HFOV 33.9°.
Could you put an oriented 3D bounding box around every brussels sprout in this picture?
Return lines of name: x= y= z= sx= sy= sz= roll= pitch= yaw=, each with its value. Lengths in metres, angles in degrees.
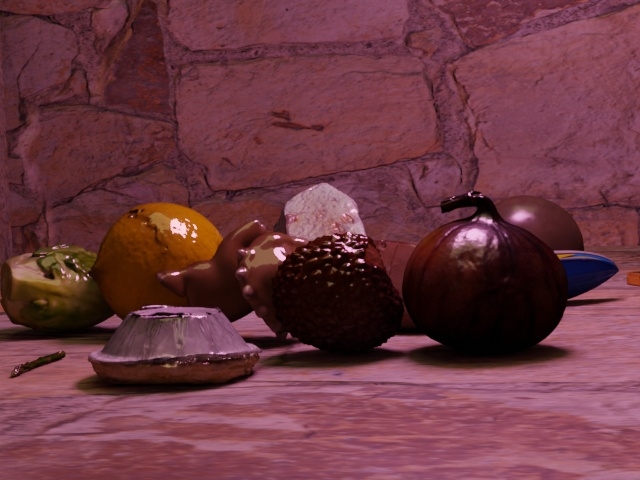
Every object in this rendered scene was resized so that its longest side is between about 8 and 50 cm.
brussels sprout: x=-0.470 y=0.095 z=1.908 sx=0.223 sy=0.161 sz=0.223 roll=6 pitch=24 yaw=-3

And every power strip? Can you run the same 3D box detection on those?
power strip: x=0.726 y=0.086 z=2.280 sx=0.049 sy=0.028 sz=0.178 roll=-2 pitch=3 yaw=-14

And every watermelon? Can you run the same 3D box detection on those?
watermelon: x=0.000 y=0.000 z=2.310 sx=0.228 sy=0.258 sz=0.387 roll=0 pitch=-2 yaw=-8

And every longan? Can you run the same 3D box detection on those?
longan: x=0.461 y=0.011 z=2.332 sx=0.246 sy=0.215 sz=0.246 roll=30 pitch=-17 yaw=10

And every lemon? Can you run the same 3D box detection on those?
lemon: x=-0.271 y=0.048 z=1.838 sx=0.228 sy=0.228 sz=0.253 roll=-1 pitch=-5 yaw=21

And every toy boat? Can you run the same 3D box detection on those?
toy boat: x=0.444 y=0.066 z=2.024 sx=0.295 sy=0.088 sz=0.129 roll=-4 pitch=-36 yaw=-17

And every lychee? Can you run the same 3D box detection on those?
lychee: x=0.021 y=0.082 z=1.518 sx=0.188 sy=0.188 sz=0.188 roll=-2 pitch=3 yaw=0

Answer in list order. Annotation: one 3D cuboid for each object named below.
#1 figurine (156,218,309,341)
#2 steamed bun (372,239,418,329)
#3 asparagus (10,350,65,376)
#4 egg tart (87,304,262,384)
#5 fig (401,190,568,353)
figurine: x=-0.113 y=0.088 z=1.674 sx=0.247 sy=0.177 sz=0.173 roll=-24 pitch=47 yaw=-16
steamed bun: x=0.139 y=0.079 z=1.759 sx=0.175 sy=0.144 sz=0.106 roll=15 pitch=-6 yaw=37
asparagus: x=-0.409 y=0.176 z=1.513 sx=0.016 sy=0.016 sz=0.163 roll=17 pitch=5 yaw=10
egg tart: x=-0.193 y=0.135 z=1.397 sx=0.234 sy=0.094 sz=0.234 roll=-2 pitch=0 yaw=0
fig: x=0.232 y=0.061 z=1.495 sx=0.235 sy=0.214 sz=0.235 roll=27 pitch=15 yaw=-8
